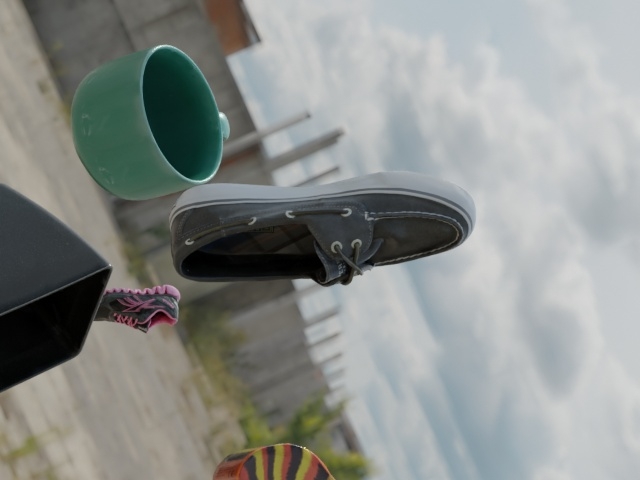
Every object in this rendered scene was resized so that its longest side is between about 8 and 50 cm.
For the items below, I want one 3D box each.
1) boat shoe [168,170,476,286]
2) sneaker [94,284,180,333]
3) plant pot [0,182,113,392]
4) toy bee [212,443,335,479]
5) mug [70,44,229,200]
[{"bbox_3d":[0.000,0.000,1.173,0.080,0.229,0.076,91,1,-46],"label":"boat shoe"},{"bbox_3d":[-0.231,0.090,1.984,0.047,0.119,0.057,94,-14,-54],"label":"sneaker"},{"bbox_3d":[-0.366,0.052,1.747,0.167,0.188,0.187,50,-38,18],"label":"plant pot"},{"bbox_3d":[0.018,0.315,1.676,0.195,0.162,0.298,9,-51,43],"label":"toy bee"},{"bbox_3d":[-0.156,-0.094,1.445,0.158,0.097,0.129,48,37,-44],"label":"mug"}]
